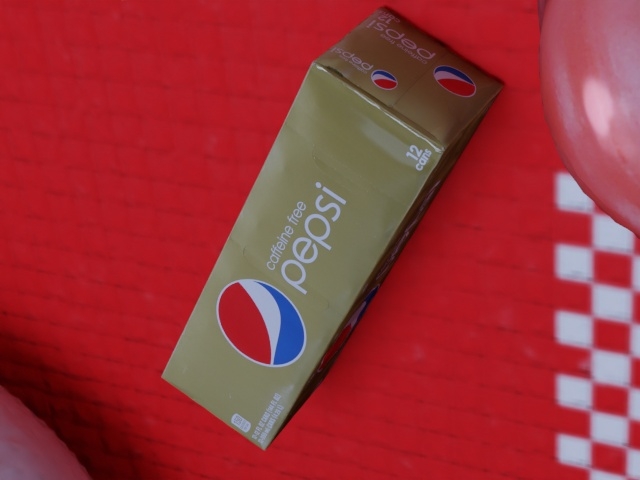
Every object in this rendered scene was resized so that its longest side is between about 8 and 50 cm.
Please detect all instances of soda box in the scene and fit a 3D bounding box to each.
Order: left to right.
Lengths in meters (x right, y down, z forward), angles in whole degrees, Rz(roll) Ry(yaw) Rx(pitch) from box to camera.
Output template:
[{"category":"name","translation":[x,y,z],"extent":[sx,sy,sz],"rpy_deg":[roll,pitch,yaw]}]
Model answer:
[{"category":"soda box","translation":[0.000,0.000,0.538],"extent":[0.058,0.061,0.181],"rpy_deg":[34,130,8]}]

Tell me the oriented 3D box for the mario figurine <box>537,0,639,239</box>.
[{"category":"mario figurine","translation":[0.190,-0.080,0.318],"extent":[0.170,0.198,0.320],"rpy_deg":[28,159,-27]}]

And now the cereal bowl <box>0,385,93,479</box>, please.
[{"category":"cereal bowl","translation":[-0.228,0.175,0.726],"extent":[0.339,0.141,0.339],"rpy_deg":[14,125,21]}]
